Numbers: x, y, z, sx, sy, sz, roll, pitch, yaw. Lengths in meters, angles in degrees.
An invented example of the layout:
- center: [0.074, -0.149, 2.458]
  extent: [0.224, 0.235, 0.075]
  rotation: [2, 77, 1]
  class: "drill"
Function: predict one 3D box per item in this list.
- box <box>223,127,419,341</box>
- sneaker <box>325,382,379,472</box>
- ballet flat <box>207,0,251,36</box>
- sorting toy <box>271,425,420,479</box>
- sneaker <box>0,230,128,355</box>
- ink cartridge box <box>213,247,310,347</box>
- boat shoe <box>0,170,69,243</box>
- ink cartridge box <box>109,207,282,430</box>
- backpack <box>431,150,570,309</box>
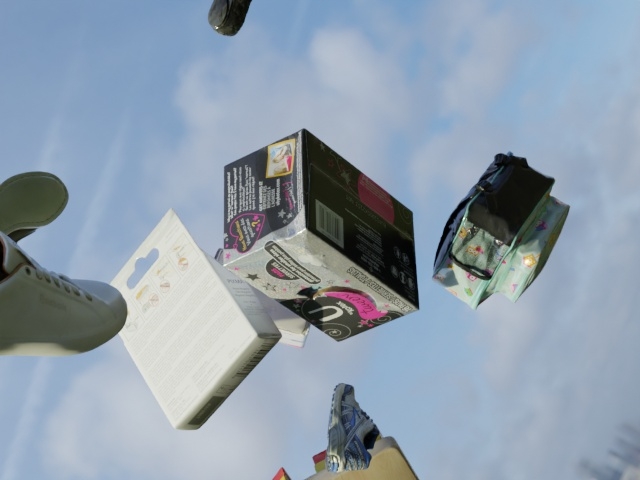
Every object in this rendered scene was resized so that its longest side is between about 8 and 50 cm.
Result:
- center: [0.000, 0.000, 2.033]
  extent: [0.247, 0.142, 0.163]
  rotation: [35, -138, -42]
  class: "box"
- center: [0.037, 0.214, 1.772]
  extent: [0.135, 0.058, 0.052]
  rotation: [-85, 2, -54]
  class: "sneaker"
- center: [-0.104, -0.367, 2.210]
  extent: [0.173, 0.057, 0.049]
  rotation: [-59, -30, 8]
  class: "ballet flat"
- center: [0.020, 0.366, 1.931]
  extent: [0.255, 0.089, 0.257]
  rotation: [-28, -56, 3]
  class: "sorting toy"
- center: [-0.303, 0.051, 1.647]
  extent: [0.290, 0.106, 0.123]
  rotation: [-5, -63, -52]
  class: "sneaker"
- center: [-0.085, 0.087, 2.282]
  extent: [0.218, 0.158, 0.092]
  rotation: [104, -177, -83]
  class: "ink cartridge box"
- center: [-0.434, -0.027, 2.126]
  extent: [0.068, 0.081, 0.227]
  rotation: [-34, 1, 41]
  class: "boat shoe"
- center: [-0.176, 0.104, 2.083]
  extent: [0.066, 0.232, 0.189]
  rotation: [12, -54, -49]
  class: "ink cartridge box"
- center: [0.233, 0.000, 2.083]
  extent: [0.166, 0.144, 0.188]
  rotation: [-55, 1, -44]
  class: "backpack"
